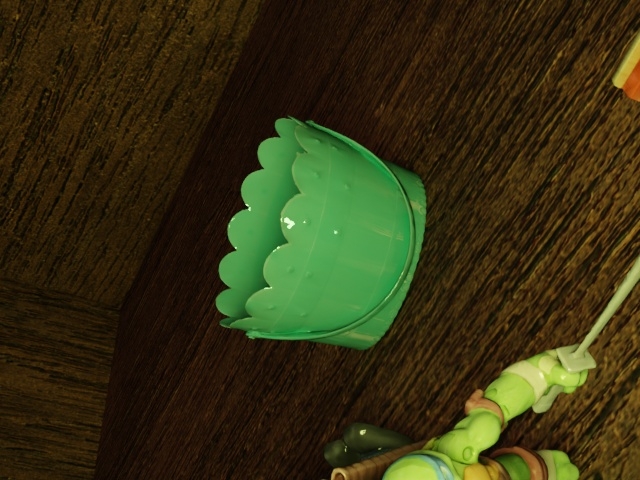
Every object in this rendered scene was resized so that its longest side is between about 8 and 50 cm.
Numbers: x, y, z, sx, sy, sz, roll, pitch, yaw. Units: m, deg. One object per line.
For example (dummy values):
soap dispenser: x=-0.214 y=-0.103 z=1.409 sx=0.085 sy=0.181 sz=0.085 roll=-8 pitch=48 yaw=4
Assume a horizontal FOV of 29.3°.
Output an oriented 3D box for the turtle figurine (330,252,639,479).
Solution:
turtle figurine: x=0.163 y=0.183 z=0.820 sx=0.274 sy=0.266 sz=0.198 roll=-32 pitch=65 yaw=5

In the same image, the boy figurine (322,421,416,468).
boy figurine: x=0.036 y=0.338 z=1.235 sx=0.177 sy=0.092 sz=0.285 roll=-47 pitch=27 yaw=51

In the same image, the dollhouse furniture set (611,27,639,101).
dollhouse furniture set: x=0.279 y=-0.043 z=0.724 sx=0.259 sy=0.135 sz=0.262 roll=-99 pitch=30 yaw=-56

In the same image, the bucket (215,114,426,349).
bucket: x=0.000 y=0.000 z=1.527 sx=0.281 sy=0.183 sz=0.281 roll=-164 pitch=90 yaw=-74
